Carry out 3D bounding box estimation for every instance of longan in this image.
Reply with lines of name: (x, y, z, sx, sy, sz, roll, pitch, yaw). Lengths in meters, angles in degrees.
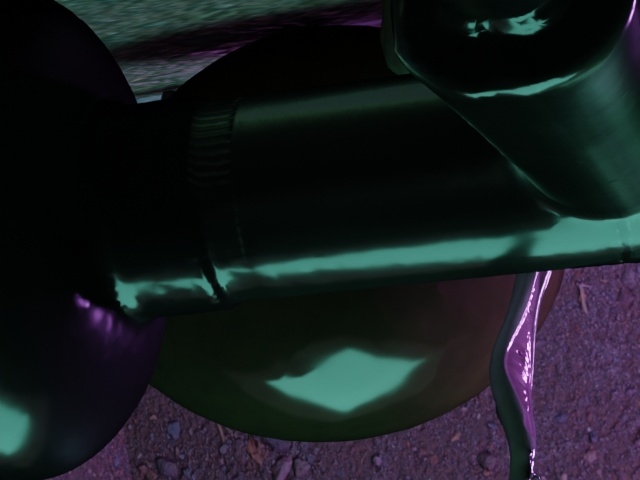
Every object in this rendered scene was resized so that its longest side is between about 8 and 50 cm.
longan: (0.000, 0.000, 0.976, 0.248, 0.248, 0.248, -9, -179, 0)

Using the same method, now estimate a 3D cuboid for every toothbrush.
toothbrush: (0.062, 0.037, 0.581, 0.022, 0.017, 0.204, -23, -154, 27)

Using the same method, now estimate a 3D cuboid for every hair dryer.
hair dryer: (0.001, -0.048, 0.485, 0.320, 0.155, 0.284, -10, 155, 22)

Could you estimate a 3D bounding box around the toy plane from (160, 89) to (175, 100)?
toy plane: (-0.007, -0.066, 1.250, 0.255, 0.101, 0.251, -5, -178, 11)

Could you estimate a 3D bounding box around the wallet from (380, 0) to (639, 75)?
wallet: (0.230, -0.104, 0.735, 0.360, 0.083, 0.252, -11, -173, -27)
